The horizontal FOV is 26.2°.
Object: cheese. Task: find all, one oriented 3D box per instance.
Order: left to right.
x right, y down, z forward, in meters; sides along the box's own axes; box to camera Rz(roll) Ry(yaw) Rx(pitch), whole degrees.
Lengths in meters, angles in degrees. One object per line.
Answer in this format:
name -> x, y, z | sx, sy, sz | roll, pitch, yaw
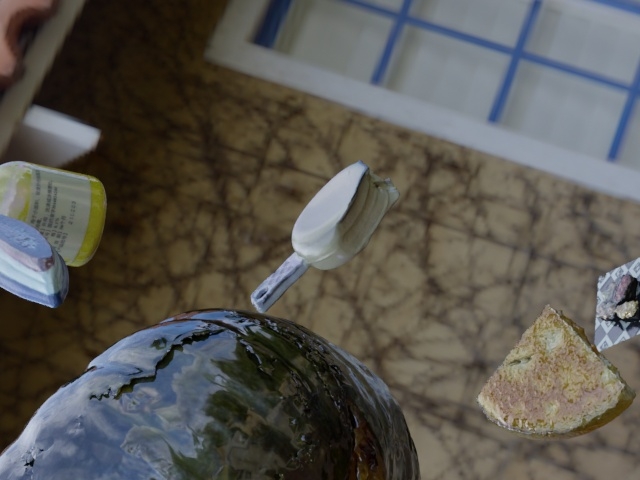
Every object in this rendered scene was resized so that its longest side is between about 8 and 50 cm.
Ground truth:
cheese -> 0.003, 0.000, 1.265 | 0.171, 0.047, 0.092 | -52, 21, -19

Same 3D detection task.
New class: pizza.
pizza -> 0.239, 0.134, 1.363 | 0.046, 0.175, 0.134 | 23, -105, -45

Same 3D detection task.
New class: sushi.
sushi -> 0.402, 0.077, 1.854 | 0.120, 0.026, 0.126 | -36, 35, 51

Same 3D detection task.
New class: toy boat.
toy boat -> -0.288, 0.016, 1.329 | 0.229, 0.080, 0.046 | -154, 57, -62

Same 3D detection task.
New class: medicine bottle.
medicine bottle -> -0.389, -0.041, 1.738 | 0.122, 0.212, 0.122 | -33, 52, 54

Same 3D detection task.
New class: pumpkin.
pumpkin -> -0.074, 0.183, 0.813 | 0.320, 0.192, 0.320 | -40, -30, -29
